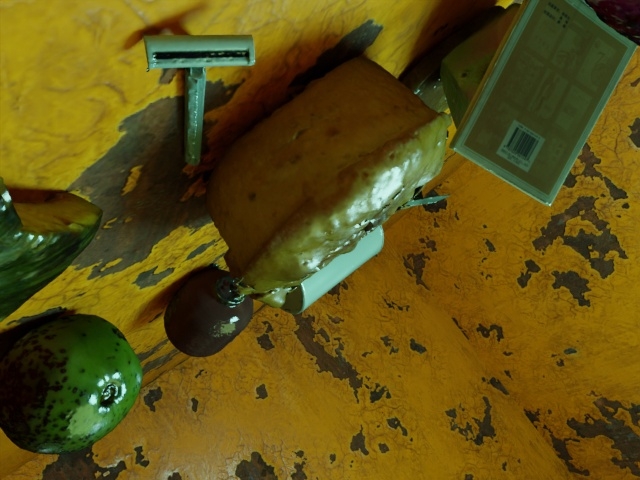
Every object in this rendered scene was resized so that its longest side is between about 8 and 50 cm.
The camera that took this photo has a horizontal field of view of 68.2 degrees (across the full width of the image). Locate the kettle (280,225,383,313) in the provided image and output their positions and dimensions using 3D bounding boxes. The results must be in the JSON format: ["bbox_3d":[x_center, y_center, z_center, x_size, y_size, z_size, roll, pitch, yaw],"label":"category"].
[{"bbox_3d":[-0.009,0.002,1.237,0.318,0.264,0.205,-31,-158,-33],"label":"kettle"}]

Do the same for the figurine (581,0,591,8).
[{"bbox_3d":[0.558,-0.479,0.691,0.248,0.203,0.380,-26,166,-36],"label":"figurine"}]

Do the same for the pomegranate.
[{"bbox_3d":[-0.416,0.217,0.738,0.248,0.214,0.214,1,-175,19],"label":"pomegranate"}]

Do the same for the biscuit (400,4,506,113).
[{"bbox_3d":[0.224,-0.297,0.872,0.273,0.049,0.257,-40,169,14],"label":"biscuit"}]

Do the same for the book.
[{"bbox_3d":[0.289,-0.189,0.612,0.241,0.170,0.018,-63,-166,3],"label":"book"}]

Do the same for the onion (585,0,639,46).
[{"bbox_3d":[0.430,-0.384,0.486,0.348,0.348,0.385,-44,-155,42],"label":"onion"}]

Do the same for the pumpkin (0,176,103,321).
[{"bbox_3d":[-0.316,0.036,0.329,0.290,0.095,0.258,-38,169,-12],"label":"pumpkin"}]

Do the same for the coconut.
[{"bbox_3d":[0.296,-0.238,0.715,0.236,0.236,0.204,-46,-169,49],"label":"coconut"}]

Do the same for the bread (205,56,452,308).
[{"bbox_3d":[0.003,-0.078,0.668,0.358,0.204,0.337,-41,169,7],"label":"bread"}]

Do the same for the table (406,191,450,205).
[{"bbox_3d":[0.126,-0.131,0.848,0.176,0.146,0.062,-10,173,-15],"label":"table"}]

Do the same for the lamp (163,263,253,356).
[{"bbox_3d":[-0.254,0.158,1.079,0.180,0.180,0.258,-27,166,-50],"label":"lamp"}]

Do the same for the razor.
[{"bbox_3d":[-0.122,-0.129,0.458,0.084,0.035,0.211,-8,168,-19],"label":"razor"}]
